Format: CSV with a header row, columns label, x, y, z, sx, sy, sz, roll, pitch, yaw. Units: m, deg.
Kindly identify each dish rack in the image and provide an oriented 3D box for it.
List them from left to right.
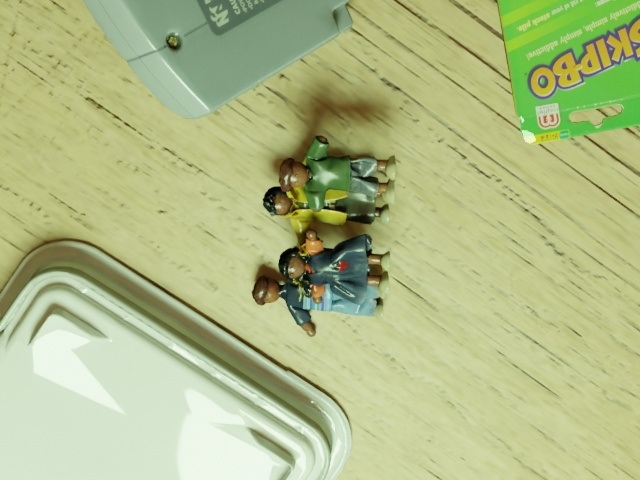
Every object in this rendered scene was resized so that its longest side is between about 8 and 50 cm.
label,x,y,z,sx,sy,sz,roll,pitch,yaw
dish rack,-0.171,0.191,1.333,0.333,0.072,0.285,34,105,-6

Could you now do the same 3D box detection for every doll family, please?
label,x,y,z,sx,sy,sz,roll,pitch,yaw
doll family,0.000,0.000,1.268,0.111,0.076,0.193,1,109,-3

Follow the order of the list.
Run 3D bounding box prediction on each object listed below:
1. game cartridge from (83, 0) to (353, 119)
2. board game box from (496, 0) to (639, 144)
label,x,y,z,sx,sy,sz,roll,pitch,yaw
game cartridge,-0.109,-0.252,1.150,0.198,0.062,0.297,-33,106,-29
board game box,0.198,-0.211,1.217,0.124,0.039,0.259,-10,103,6
